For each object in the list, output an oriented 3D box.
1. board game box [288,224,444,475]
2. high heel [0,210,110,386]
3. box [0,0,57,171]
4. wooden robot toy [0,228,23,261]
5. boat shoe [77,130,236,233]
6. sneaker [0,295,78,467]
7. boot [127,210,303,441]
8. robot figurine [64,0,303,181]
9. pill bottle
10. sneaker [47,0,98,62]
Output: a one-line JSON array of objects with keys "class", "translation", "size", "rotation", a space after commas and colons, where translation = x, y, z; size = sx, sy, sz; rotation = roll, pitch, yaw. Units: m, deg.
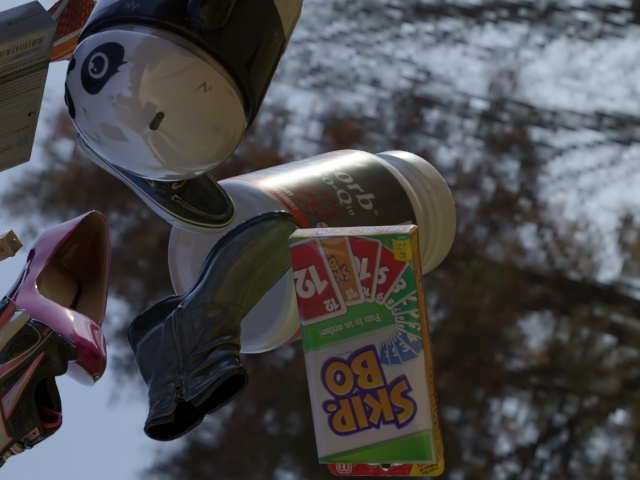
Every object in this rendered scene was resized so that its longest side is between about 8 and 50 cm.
[{"class": "board game box", "translation": [0.046, 0.114, 1.792], "size": [0.039, 0.124, 0.259], "rotation": [-49, -46, -63]}, {"class": "high heel", "translation": [-0.296, 0.056, 2.252], "size": [0.127, 0.377, 0.181], "rotation": [42, -96, -26]}, {"class": "box", "translation": [-0.317, -0.120, 1.655], "size": [0.145, 0.038, 0.186], "rotation": [-25, -28, -33]}, {"class": "wooden robot toy", "translation": [-0.475, 0.010, 2.420], "size": [0.076, 0.173, 0.079], "rotation": [-47, -68, -44]}, {"class": "boat shoe", "translation": [-0.150, -0.074, 1.823], "size": [0.083, 0.183, 0.065], "rotation": [-35, 27, 54]}, {"class": "sneaker", "translation": [-0.230, 0.134, 1.348], "size": [0.072, 0.077, 0.178], "rotation": [-59, -7, -60]}, {"class": "boot", "translation": [-0.094, 0.096, 1.917], "size": [0.246, 0.161, 0.083], "rotation": [-41, -51, 16]}, {"class": "robot figurine", "translation": [-0.120, -0.184, 1.642], "size": [0.209, 0.173, 0.278], "rotation": [69, -144, -49]}, {"class": "pill bottle", "translation": [0.000, 0.000, 2.290], "size": [0.363, 0.210, 0.210], "rotation": [-19, -56, -52]}, {"class": "sneaker", "translation": [-0.284, -0.196, 1.876], "size": [0.067, 0.175, 0.064], "rotation": [28, -130, -58]}]
